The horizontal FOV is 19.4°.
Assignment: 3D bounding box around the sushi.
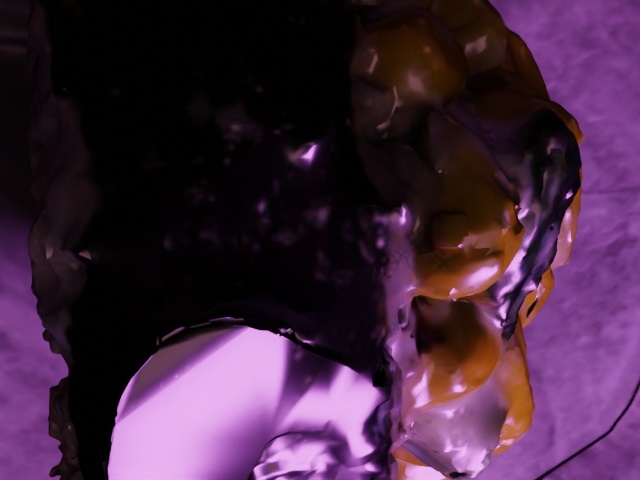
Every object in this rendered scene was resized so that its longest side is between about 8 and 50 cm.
[{"bbox_3d":[0.000,0.000,0.930,0.285,0.328,0.328,-4,124,-6],"label":"sushi"}]
